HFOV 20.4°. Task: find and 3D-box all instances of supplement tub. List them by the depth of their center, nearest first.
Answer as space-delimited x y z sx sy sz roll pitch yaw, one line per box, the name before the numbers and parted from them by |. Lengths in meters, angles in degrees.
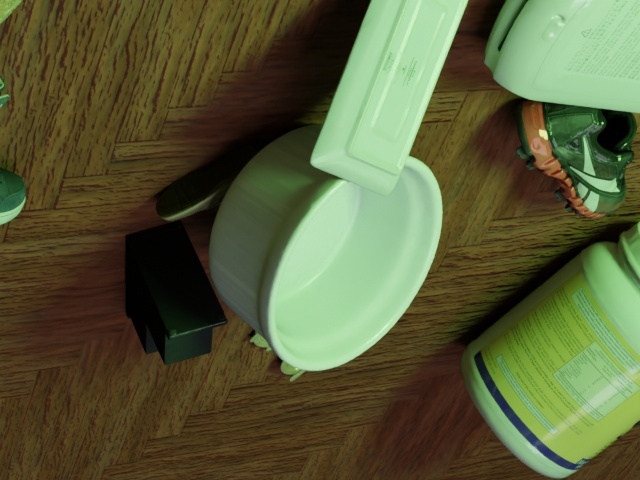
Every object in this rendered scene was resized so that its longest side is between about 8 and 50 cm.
supplement tub | 0.391 0.153 2.521 0.331 0.241 0.241 -41 144 20

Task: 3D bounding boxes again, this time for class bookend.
bookend | -0.174 0.090 2.114 0.072 0.157 0.156 -15 144 -18

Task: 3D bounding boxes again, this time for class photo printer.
photo printer | 0.350 -0.265 2.053 0.307 0.107 0.256 2 137 -36

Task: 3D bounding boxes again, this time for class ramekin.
ramekin | 0.000 0.000 2.065 0.277 0.135 0.277 -31 138 -33

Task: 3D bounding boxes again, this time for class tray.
tray | 0.088 -0.186 1.920 0.145 0.030 0.270 20 91 -47

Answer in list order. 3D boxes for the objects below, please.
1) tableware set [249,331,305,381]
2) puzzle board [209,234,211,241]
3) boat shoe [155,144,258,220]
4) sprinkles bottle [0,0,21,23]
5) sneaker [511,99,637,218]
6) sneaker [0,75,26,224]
tableware set | -0.011 0.124 2.399 0.141 0.020 0.169 -32 147 7
puzzle board | -0.073 0.004 2.203 0.128 0.011 0.096 -20 145 -11
boat shoe | -0.124 -0.057 2.049 0.135 0.050 0.045 -29 141 1
sprinkles bottle | -0.403 -0.167 1.641 0.355 0.121 0.121 -43 144 21
sneaker | 0.350 -0.108 2.251 0.135 0.098 0.276 -17 151 23
sneaker | -0.346 -0.102 1.802 0.163 0.086 0.226 -54 155 15
